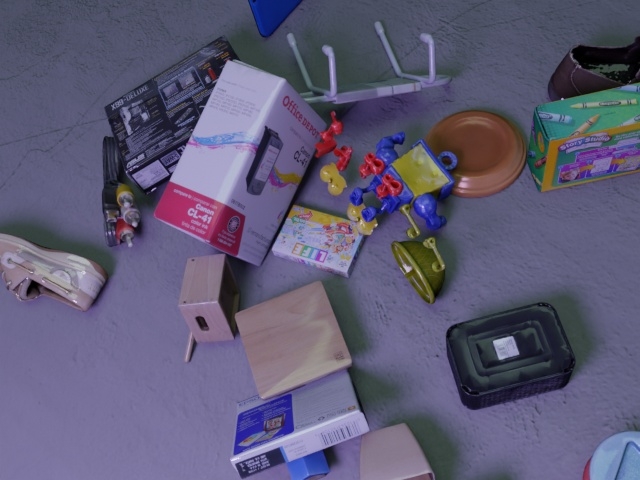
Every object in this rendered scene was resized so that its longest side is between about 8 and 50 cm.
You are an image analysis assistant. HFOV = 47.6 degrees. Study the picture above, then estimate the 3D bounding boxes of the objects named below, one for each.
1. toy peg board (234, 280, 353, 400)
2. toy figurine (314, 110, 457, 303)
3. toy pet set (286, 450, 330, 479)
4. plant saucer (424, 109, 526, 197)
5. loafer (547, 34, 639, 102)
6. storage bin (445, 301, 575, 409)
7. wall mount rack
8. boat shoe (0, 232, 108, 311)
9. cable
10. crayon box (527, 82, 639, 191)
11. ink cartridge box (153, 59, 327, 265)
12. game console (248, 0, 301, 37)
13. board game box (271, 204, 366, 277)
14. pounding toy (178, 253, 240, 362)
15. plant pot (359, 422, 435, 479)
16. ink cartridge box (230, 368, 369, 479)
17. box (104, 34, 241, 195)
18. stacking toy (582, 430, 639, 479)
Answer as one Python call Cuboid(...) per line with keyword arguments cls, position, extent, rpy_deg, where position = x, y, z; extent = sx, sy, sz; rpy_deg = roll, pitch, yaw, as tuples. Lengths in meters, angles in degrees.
Cuboid(cls="toy peg board", position=(-0.042, 0.178, 1.237), extent=(0.161, 0.079, 0.161), rpy_deg=(-22, 61, -1))
Cuboid(cls="toy figurine", position=(0.178, -0.096, 1.283), extent=(0.217, 0.191, 0.362), rpy_deg=(-27, 69, -22))
Cuboid(cls="toy pet set", position=(-0.040, 0.331, 1.158), extent=(0.122, 0.065, 0.114), rpy_deg=(-22, 59, -1))
Cuboid(cls="plant saucer", position=(0.293, -0.175, 1.391), extent=(0.200, 0.037, 0.200), rpy_deg=(-5, 61, 9))
Cuboid(cls="loafer", position=(0.617, -0.305, 1.344), extent=(0.365, 0.130, 0.134), rpy_deg=(-1, 61, 11))
Cuboid(cls="storage bin", position=(0.300, 0.186, 1.161), extent=(0.180, 0.084, 0.122), rpy_deg=(-14, 60, 2))
Cuboid(cls="wall mount rack", position=(0.077, -0.363, 1.466), extent=(0.350, 0.130, 0.304), rpy_deg=(-11, 20, -14))
Cuboid(cls="boat shoe", position=(-0.562, 0.063, 1.391), extent=(0.302, 0.109, 0.098), rpy_deg=(14, 64, 12))
Cuboid(cls="cable", position=(-0.405, -0.096, 1.468), extent=(0.072, 0.139, 0.287), rpy_deg=(-1, 38, -16))
Cuboid(cls="crayon box", position=(0.518, -0.187, 1.278), extent=(0.278, 0.165, 0.081), rpy_deg=(-12, 60, 4))
Cuboid(cls="ink cartridge box", position=(-0.135, -0.130, 1.298), extent=(0.131, 0.226, 0.306), rpy_deg=(25, 87, 24))
Cuboid(cls="game console", position=(-0.126, -0.650, 1.590), extent=(0.173, 0.293, 0.250), rpy_deg=(-24, 59, -3))
Cuboid(cls="board game box", position=(0.000, 0.000, 1.357), extent=(0.154, 0.026, 0.103), rpy_deg=(16, 66, 19))
Cuboid(cls="pounding toy", position=(-0.204, 0.122, 1.282), extent=(0.100, 0.141, 0.130), rpy_deg=(-6, 46, 8))
Cuboid(cls="plant pot", position=(0.112, 0.344, 1.104), extent=(0.109, 0.109, 0.096), rpy_deg=(-15, 46, 3))
Cuboid(cls="ink cartridge box", position=(-0.036, 0.278, 1.149), extent=(0.206, 0.208, 0.045), rpy_deg=(-21, 102, 0))
Cuboid(cls="box", position=(-0.278, -0.264, 1.488), extent=(0.307, 0.076, 0.242), rpy_deg=(-31, 48, 1))
Cuboid(cls="stacking toy", position=(0.523, 0.390, 0.977), extent=(0.279, 0.130, 0.309), rpy_deg=(-16, 60, 2))
